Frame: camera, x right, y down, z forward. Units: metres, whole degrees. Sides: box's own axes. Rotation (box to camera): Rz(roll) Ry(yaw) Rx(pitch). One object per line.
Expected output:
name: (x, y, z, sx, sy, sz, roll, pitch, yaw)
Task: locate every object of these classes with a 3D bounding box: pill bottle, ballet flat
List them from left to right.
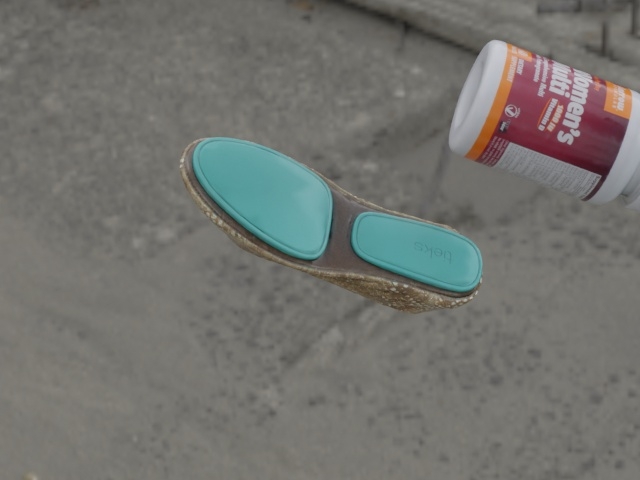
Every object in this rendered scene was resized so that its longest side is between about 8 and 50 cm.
ballet flat: (0.000, 0.000, 0.869, 0.206, 0.067, 0.073, 24, 60, -16)
pill bottle: (0.249, -0.107, 1.401, 0.221, 0.121, 0.121, 19, 35, -5)
